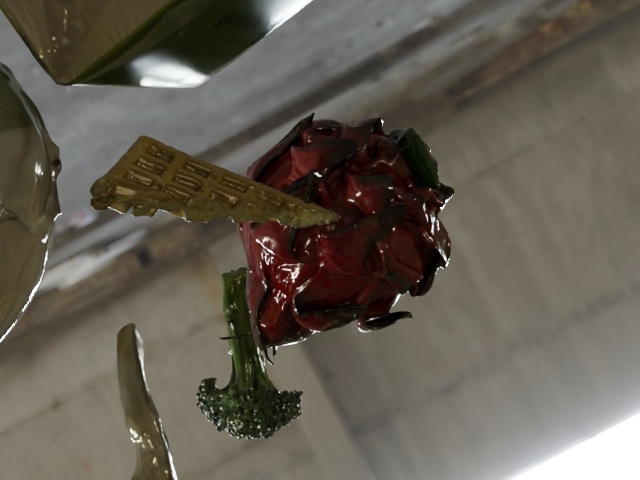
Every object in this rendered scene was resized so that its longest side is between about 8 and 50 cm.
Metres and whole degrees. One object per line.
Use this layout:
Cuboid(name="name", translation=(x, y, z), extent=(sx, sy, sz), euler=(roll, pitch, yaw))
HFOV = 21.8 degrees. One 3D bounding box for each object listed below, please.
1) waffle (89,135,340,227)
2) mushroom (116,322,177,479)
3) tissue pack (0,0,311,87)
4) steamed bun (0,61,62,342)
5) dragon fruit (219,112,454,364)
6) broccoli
Cuboid(name="waffle", translation=(-0.088, -0.027, 1.409), extent=(0.125, 0.191, 0.032), euler=(-57, 167, -63))
Cuboid(name="mushroom", translation=(-0.187, 0.186, 1.723), extent=(0.054, 0.202, 0.059), euler=(-10, 170, -6))
Cuboid(name="tissue pack", translation=(-0.113, -0.229, 1.279), extent=(0.200, 0.167, 0.274), euler=(-37, 176, 15))
Cuboid(name="steamed bun", translation=(-0.388, -0.008, 1.275), extent=(0.374, 0.374, 0.241), euler=(-27, 146, -30))
Cuboid(name="dragon fruit", translation=(0.000, 0.000, 1.708), extent=(0.293, 0.234, 0.234), euler=(-46, 178, 0))
Cuboid(name="broccoli", translation=(-0.089, 0.134, 1.944), extent=(0.118, 0.204, 0.122), euler=(-8, 180, -15))
